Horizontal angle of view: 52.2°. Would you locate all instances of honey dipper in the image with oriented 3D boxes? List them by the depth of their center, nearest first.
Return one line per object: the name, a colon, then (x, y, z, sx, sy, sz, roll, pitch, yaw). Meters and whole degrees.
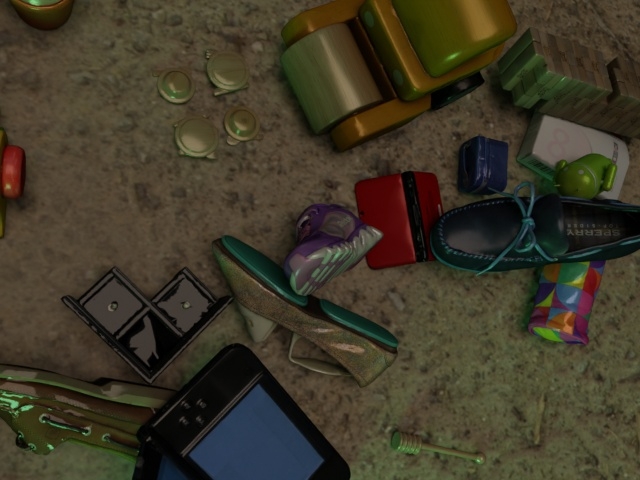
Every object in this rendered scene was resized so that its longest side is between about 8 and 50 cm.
honey dipper: (0.185, 0.320, 1.002, 0.161, 0.030, 0.030, 16, 77, -19)

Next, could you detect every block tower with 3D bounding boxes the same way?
block tower: (0.470, -0.257, 1.114, 0.336, 0.097, 0.090, 9, 62, -20)

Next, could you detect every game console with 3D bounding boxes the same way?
game console: (-0.078, 0.319, 0.798, 0.250, 0.173, 0.293, -44, 115, -19)
game console: (0.133, -0.032, 1.042, 0.124, 0.085, 0.143, -3, 83, -50)

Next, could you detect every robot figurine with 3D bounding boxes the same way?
robot figurine: (0.430, -0.101, 1.061, 0.115, 0.101, 0.067, -25, 117, -33)

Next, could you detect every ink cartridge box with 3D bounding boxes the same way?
ink cartridge box: (0.468, -0.200, 1.158, 0.189, 0.066, 0.232, 27, 79, -13)

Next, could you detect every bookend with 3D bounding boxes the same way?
bookend: (-0.228, 0.081, 0.873, 0.156, 0.072, 0.157, 47, 71, -7)

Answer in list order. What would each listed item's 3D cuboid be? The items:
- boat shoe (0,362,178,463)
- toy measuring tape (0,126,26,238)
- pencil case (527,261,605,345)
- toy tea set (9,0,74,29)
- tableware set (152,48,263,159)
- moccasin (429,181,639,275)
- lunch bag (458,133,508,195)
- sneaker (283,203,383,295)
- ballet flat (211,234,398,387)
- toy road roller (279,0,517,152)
boat shoe: (-0.332, 0.212, 0.799, 0.308, 0.111, 0.104, 13, 77, -16)
toy measuring tape: (-0.428, -0.027, 0.801, 0.122, 0.121, 0.329, 3, 81, -18)
pencil case: (0.420, 0.057, 1.081, 0.105, 0.104, 0.236, 26, 76, -13)
toy tea set: (-0.468, -0.317, 0.824, 0.336, 0.124, 0.200, -43, 97, -19)
tableware set: (-0.161, -0.202, 0.966, 0.141, 0.020, 0.168, -15, 86, -22)
moccasin: (0.339, -0.030, 0.986, 0.342, 0.117, 0.137, -7, 77, -7)
lunch bag: (0.262, -0.126, 1.070, 0.065, 0.067, 0.098, 7, 79, -18)
sneaker: (0.000, 0.000, 0.912, 0.104, 0.236, 0.095, 49, 114, 8)
ballet flat: (-0.036, 0.115, 0.922, 0.316, 0.107, 0.106, 33, 101, -10)
toy road roller: (0.127, -0.293, 0.957, 0.330, 0.241, 0.202, -27, 91, -20)
